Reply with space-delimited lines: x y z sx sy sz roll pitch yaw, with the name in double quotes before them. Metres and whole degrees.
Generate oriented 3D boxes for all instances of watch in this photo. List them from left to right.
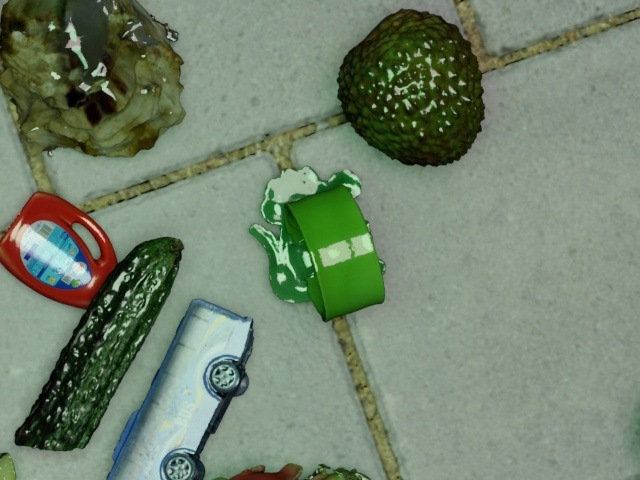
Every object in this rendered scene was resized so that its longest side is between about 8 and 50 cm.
"watch" 0.000 0.000 1.947 0.131 0.152 0.165 -17 92 -6

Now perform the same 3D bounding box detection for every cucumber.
"cucumber" -0.224 0.108 1.918 0.077 0.077 0.265 27 99 -7

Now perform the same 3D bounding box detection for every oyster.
"oyster" -0.242 -0.250 1.929 0.198 0.133 0.337 -8 94 -17

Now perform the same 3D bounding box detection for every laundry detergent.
"laundry detergent" -0.254 0.026 1.958 0.165 0.049 0.097 36 83 -10

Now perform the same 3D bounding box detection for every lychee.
"lychee" 0.102 -0.154 1.966 0.171 0.171 0.171 0 88 -9

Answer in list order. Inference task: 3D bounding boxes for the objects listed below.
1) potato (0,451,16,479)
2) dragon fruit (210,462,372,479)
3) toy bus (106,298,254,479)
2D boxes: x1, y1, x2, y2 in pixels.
"potato" -0.357 0.308 1.917 0.149 0.081 0.120 -39 101 -27
"dragon fruit" -0.043 0.300 1.945 0.236 0.135 0.137 -7 83 -27
"toy bus" -0.145 0.179 1.959 0.094 0.079 0.236 25 84 9
